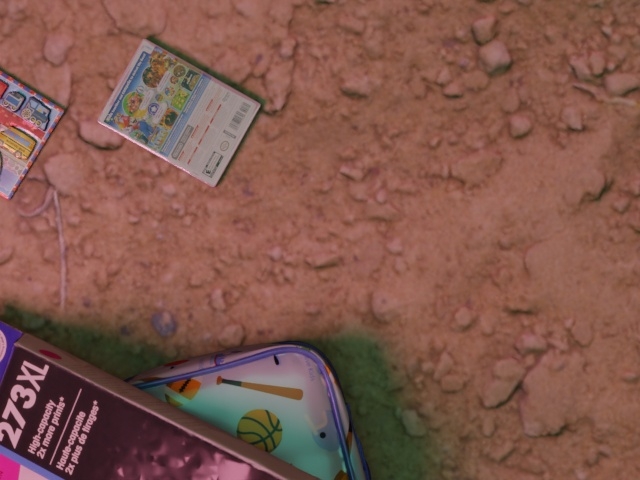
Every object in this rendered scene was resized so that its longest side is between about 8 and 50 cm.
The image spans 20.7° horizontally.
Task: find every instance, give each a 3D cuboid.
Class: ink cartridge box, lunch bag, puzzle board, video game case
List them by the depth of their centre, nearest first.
[{"bbox_3d":[-0.189,0.203,1.442,0.371,0.069,0.176,24,95,25],"label":"ink cartridge box"},{"bbox_3d":[-0.060,0.246,1.518,0.243,0.115,0.303,-13,89,-3],"label":"lunch bag"},{"bbox_3d":[-0.309,-0.109,1.568,0.128,0.011,0.096,31,89,0],"label":"puzzle board"},{"bbox_3d":[-0.127,-0.114,1.570,0.122,0.011,0.087,29,90,0],"label":"video game case"}]
